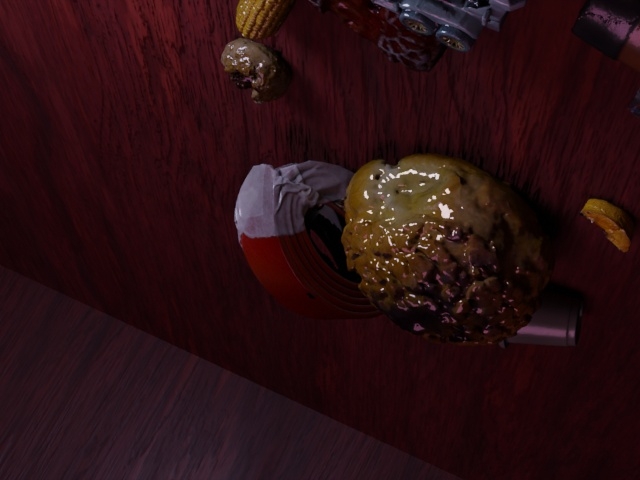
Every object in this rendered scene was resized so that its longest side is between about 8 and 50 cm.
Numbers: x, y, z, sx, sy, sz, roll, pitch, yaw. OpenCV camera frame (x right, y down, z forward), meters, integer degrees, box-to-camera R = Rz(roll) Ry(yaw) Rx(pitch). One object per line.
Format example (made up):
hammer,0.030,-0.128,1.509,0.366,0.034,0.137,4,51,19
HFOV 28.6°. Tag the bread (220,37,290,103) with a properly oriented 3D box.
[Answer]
bread,-0.092,-0.247,1.846,0.113,0.060,0.082,43,156,-28

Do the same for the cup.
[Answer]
cup,0.356,0.122,2.058,0.141,0.120,0.120,4,150,17

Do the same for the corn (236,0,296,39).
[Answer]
corn,-0.065,-0.322,1.650,0.068,0.068,0.207,32,158,-7

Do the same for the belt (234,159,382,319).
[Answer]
belt,0.000,0.000,2.041,0.324,0.227,0.115,40,152,-29

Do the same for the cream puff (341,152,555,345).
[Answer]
cream puff,0.176,0.026,1.897,0.343,0.231,0.327,27,160,4

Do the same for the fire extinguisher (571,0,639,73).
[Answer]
fire extinguisher,0.458,-0.177,1.307,0.376,0.200,0.113,34,127,11

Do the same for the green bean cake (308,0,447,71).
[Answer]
green bean cake,0.059,-0.313,1.478,0.232,0.097,0.198,28,163,4

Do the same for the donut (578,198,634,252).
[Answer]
donut,0.407,-0.026,1.770,0.083,0.038,0.067,28,160,15

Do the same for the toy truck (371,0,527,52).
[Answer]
toy truck,0.098,-0.293,1.297,0.256,0.108,0.140,25,171,10

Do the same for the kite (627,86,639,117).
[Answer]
kite,0.508,-0.116,1.502,0.285,0.015,0.152,33,159,-5
